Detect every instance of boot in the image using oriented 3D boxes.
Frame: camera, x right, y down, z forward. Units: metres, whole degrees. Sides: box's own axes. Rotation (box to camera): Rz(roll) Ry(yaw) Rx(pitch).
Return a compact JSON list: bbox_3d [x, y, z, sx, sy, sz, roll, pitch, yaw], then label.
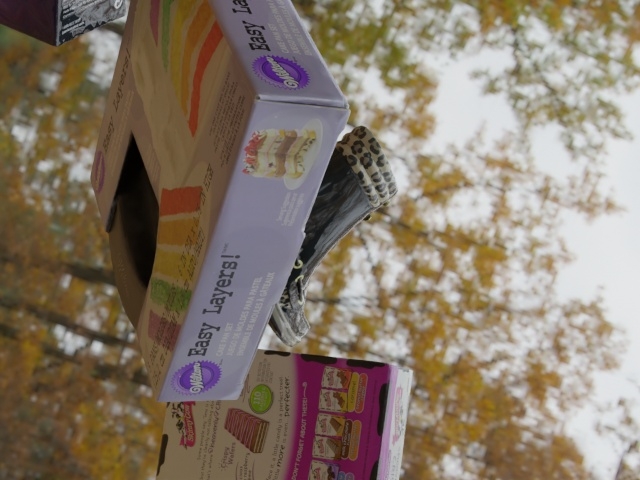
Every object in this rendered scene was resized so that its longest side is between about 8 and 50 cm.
[{"bbox_3d":[0.001,0.001,1.263,0.178,0.236,0.085,-33,-124,-8],"label":"boot"}]

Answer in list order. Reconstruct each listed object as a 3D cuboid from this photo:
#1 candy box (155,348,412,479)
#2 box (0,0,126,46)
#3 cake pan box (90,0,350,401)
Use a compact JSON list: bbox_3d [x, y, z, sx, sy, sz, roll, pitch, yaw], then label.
[{"bbox_3d":[-0.037,0.188,1.228,0.233,0.071,0.159,5,-99,24],"label":"candy box"},{"bbox_3d":[-0.286,-0.296,1.036,0.103,0.261,0.184,-39,146,-51],"label":"box"},{"bbox_3d":[-0.083,-0.060,0.857,0.246,0.070,0.267,-112,-147,-43],"label":"cake pan box"}]
